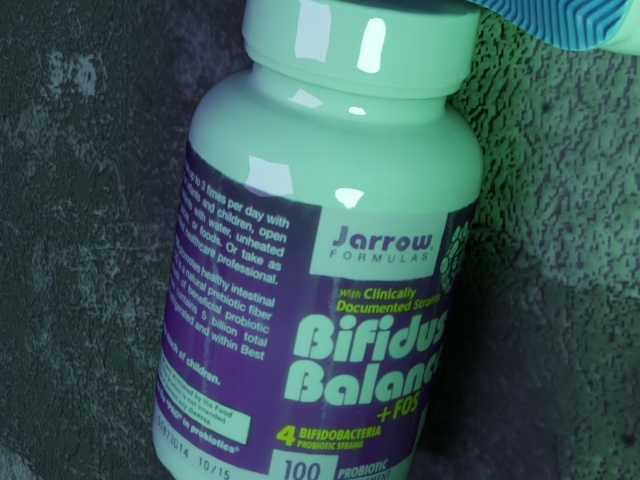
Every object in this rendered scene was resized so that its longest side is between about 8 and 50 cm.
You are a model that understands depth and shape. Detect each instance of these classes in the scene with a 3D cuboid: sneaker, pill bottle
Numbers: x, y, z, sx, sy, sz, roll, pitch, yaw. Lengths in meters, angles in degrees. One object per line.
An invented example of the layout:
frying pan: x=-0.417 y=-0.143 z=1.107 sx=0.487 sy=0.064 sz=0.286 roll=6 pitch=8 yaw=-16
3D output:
sneaker: x=0.122 y=-0.146 z=0.538 sx=0.228 sy=0.092 sz=0.087 roll=-117 pitch=35 yaw=-52
pill bottle: x=0.000 y=0.000 z=0.646 sx=0.169 sy=0.169 sz=0.301 roll=34 pitch=123 yaw=43
